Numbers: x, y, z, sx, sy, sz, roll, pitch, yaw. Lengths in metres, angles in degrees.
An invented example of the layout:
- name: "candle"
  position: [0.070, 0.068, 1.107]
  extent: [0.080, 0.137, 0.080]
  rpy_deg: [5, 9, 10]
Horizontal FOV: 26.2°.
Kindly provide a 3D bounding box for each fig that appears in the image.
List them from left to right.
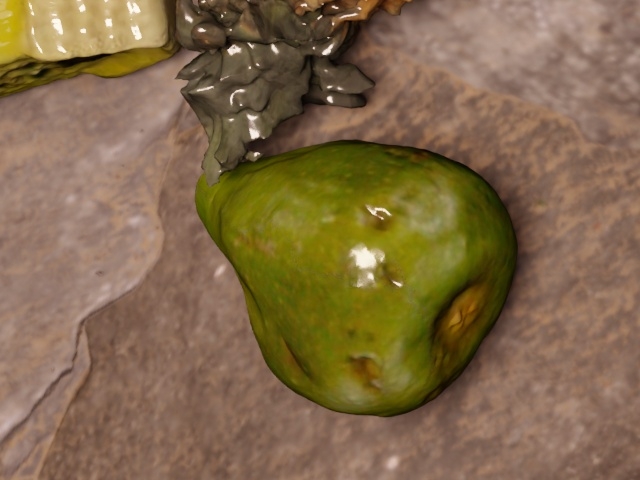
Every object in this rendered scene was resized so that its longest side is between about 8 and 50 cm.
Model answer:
- name: "fig"
  position: [0.000, 0.000, 1.029]
  extent: [0.275, 0.206, 0.206]
  rpy_deg: [32, 95, 32]

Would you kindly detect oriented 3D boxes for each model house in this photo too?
- name: "model house"
  position: [-0.220, -0.214, 1.054]
  extent: [0.234, 0.175, 0.193]
  rpy_deg: [-11, 87, 13]

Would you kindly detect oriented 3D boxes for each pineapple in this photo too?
- name: "pineapple"
  position: [-0.005, -0.210, 1.014]
  extent: [0.223, 0.223, 0.357]
  rpy_deg: [27, 104, 9]
